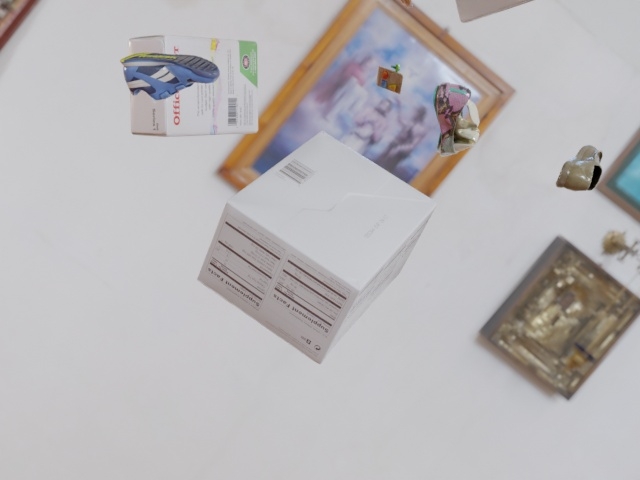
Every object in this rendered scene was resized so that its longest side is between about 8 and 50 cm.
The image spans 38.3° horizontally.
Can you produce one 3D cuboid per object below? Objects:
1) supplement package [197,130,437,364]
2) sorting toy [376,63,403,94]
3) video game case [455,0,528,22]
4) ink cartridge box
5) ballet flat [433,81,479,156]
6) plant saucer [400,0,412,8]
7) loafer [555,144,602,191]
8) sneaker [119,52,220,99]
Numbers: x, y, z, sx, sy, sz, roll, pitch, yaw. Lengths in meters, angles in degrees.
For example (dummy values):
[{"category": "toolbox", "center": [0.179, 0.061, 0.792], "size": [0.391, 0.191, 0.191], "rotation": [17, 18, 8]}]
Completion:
[{"category": "supplement package", "center": [0.000, 0.000, 1.248], "size": [0.204, 0.145, 0.262], "rotation": [33, 37, 11]}, {"category": "sorting toy", "center": [0.147, -0.350, 1.962], "size": [0.062, 0.012, 0.083], "rotation": [27, -33, 15]}, {"category": "video game case", "center": [0.216, -0.395, 1.101], "size": [0.206, 0.026, 0.227], "rotation": [-3, -76, 57]}, {"category": "ink cartridge box", "center": [-0.265, -0.325, 1.949], "size": [0.117, 0.201, 0.278], "rotation": [7, 11, 38]}, {"category": "ballet flat", "center": [0.247, -0.209, 1.659], "size": [0.079, 0.077, 0.221], "rotation": [13, -21, 14]}, {"category": "plant saucer", "center": [0.100, -0.338, 1.179], "size": [0.083, 0.013, 0.083], "rotation": [-16, 90, -80]}, {"category": "loafer", "center": [0.395, -0.101, 1.374], "size": [0.050, 0.056, 0.148], "rotation": [31, 35, 20]}, {"category": "sneaker", "center": [-0.203, -0.222, 1.257], "size": [0.144, 0.059, 0.053], "rotation": [8, 23, 18]}]
